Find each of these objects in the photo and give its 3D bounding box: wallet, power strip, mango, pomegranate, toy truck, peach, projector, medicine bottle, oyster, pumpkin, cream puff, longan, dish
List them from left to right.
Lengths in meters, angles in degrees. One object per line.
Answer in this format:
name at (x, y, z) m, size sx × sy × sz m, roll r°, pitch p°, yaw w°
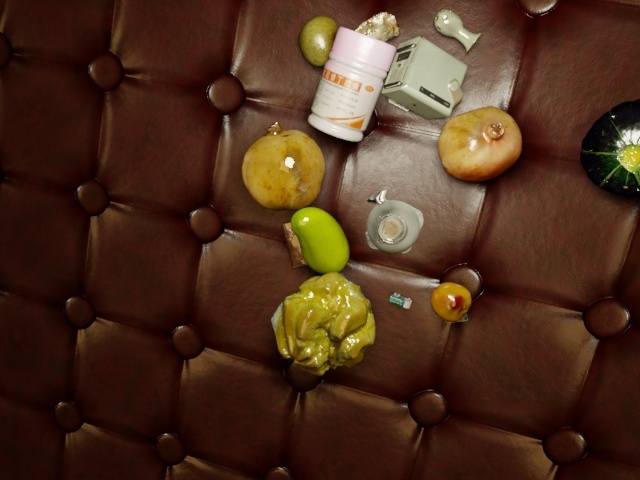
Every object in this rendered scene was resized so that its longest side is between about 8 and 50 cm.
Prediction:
pomegranate at (-0.124, -0.238, 1.542) m, size 0.307 × 0.307 × 0.308 m, roll 1°, pitch 98°, yaw 10°
wallet at (-0.084, 0.010, 1.689) m, size 0.095 × 0.026 × 0.176 m, roll -12°, pitch 96°, yaw 9°
mango at (0.000, 0.000, 1.578) m, size 0.175 × 0.143 × 0.293 m, roll -40°, pitch 123°, yaw -10°
cream puff at (0.009, 0.319, 1.565) m, size 0.377 × 0.275 × 0.379 m, roll 6°, pitch 118°, yaw 11°
longan at (0.011, -0.673, 1.514) m, size 0.176 × 0.145 × 0.155 m, roll 10°, pitch 128°, yaw 12°
medicine bottle at (0.098, -0.508, 1.467) m, size 0.202 × 0.202 × 0.316 m, roll 23°, pitch 112°, yaw 6°
oyster at (0.182, -0.704, 1.527) m, size 0.177 × 0.056 × 0.106 m, roll -27°, pitch 86°, yaw 12°
dish at (0.252, -0.058, 1.594) m, size 0.224 × 0.078 × 0.246 m, roll -29°, pitch 92°, yaw 14°
toy truck at (0.294, 0.224, 1.643) m, size 0.083 × 0.044 × 0.039 m, roll 19°, pitch 104°, yaw 7°
power strip at (0.279, -0.485, 1.559) m, size 0.090 × 0.016 × 0.040 m, roll 28°, pitch 102°, yaw 5°
projector at (0.343, -0.511, 1.438) m, size 0.242 × 0.163 × 0.177 m, roll 21°, pitch 92°, yaw -24°
peach at (0.456, 0.212, 1.573) m, size 0.138 × 0.138 × 0.138 m, roll 1°, pitch 98°, yaw 10°
pomegranate at (0.507, -0.308, 1.416) m, size 0.251 × 0.270 × 0.229 m, roll -8°, pitch 88°, yaw 4°
pumpkin at (0.971, -0.285, 1.372) m, size 0.295 × 0.296 × 0.296 m, roll 1°, pitch 98°, yaw 10°

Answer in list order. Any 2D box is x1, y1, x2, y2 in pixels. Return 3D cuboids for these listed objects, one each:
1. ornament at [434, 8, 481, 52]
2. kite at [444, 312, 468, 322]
ornament at (0.447, -0.697, 1.474) m, size 0.156 × 0.081 × 0.075 m, roll 37°, pitch 139°, yaw 2°
kite at (0.502, 0.265, 1.632) m, size 0.090 × 0.004 × 0.122 m, roll 29°, pitch 102°, yaw 5°
